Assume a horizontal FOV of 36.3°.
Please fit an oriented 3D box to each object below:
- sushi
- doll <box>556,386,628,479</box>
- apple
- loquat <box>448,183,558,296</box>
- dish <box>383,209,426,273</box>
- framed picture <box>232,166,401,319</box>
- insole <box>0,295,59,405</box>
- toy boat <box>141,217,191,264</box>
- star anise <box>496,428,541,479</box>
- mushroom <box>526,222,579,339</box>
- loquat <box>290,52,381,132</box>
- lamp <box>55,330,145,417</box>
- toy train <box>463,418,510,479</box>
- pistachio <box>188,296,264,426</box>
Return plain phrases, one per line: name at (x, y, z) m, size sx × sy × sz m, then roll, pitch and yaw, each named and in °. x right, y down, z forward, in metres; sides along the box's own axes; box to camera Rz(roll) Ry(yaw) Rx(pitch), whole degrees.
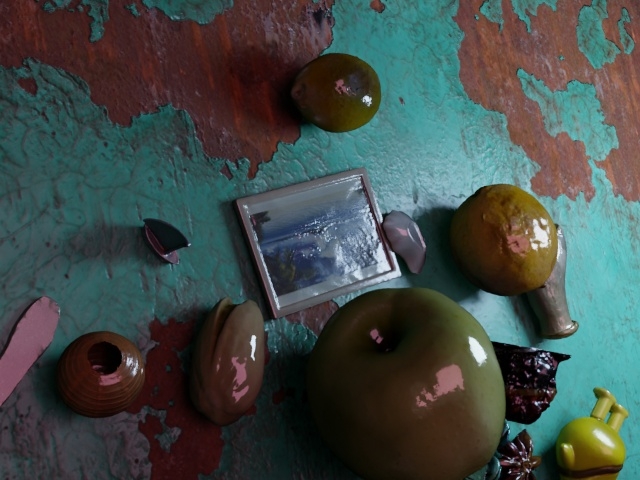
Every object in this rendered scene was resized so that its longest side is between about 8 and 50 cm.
sushi at (0.392, 0.286, 1.955) m, size 0.172 × 0.153 × 0.151 m, roll 12°, pitch 85°, yaw -22°
doll at (0.548, 0.489, 2.021) m, size 0.199 × 0.145 × 0.363 m, roll 42°, pitch 65°, yaw -24°
apple at (0.147, 0.263, 1.682) m, size 0.357 × 0.357 × 0.357 m, roll 9°, pitch 73°, yaw -32°
loquat at (0.374, -0.001, 1.990) m, size 0.238 × 0.193 × 0.238 m, roll 14°, pitch 68°, yaw -38°
dish at (0.181, -0.001, 1.938) m, size 0.091 × 0.039 × 0.137 m, roll -38°, pitch 102°, yaw -51°
framed picture at (0.000, 0.000, 1.838) m, size 0.315 × 0.024 × 0.232 m, roll -17°, pitch 87°, yaw -37°
insole at (-0.458, 0.170, 1.492) m, size 0.063 × 0.010 × 0.192 m, roll 39°, pitch 61°, yaw -20°
toy boat at (-0.247, -0.006, 1.611) m, size 0.034 × 0.122 × 0.096 m, roll -44°, pitch 103°, yaw -32°
star anise at (0.398, 0.460, 1.974) m, size 0.167 × 0.057 × 0.168 m, roll 9°, pitch 74°, yaw -31°
mushroom at (0.488, 0.091, 2.105) m, size 0.108 × 0.096 × 0.247 m, roll -7°, pitch 87°, yaw -35°
loquat at (0.026, -0.280, 1.855) m, size 0.195 × 0.152 × 0.152 m, roll -3°, pitch 80°, yaw -43°
lamp at (-0.337, 0.206, 1.494) m, size 0.136 × 0.136 × 0.136 m, roll 9°, pitch 73°, yaw -32°
toy train at (0.270, 0.385, 1.847) m, size 0.107 × 0.154 × 0.198 m, roll 33°, pitch 63°, yaw -27°
pistachio at (-0.152, 0.199, 1.632) m, size 0.135 × 0.136 × 0.226 m, roll 25°, pitch 58°, yaw -27°
